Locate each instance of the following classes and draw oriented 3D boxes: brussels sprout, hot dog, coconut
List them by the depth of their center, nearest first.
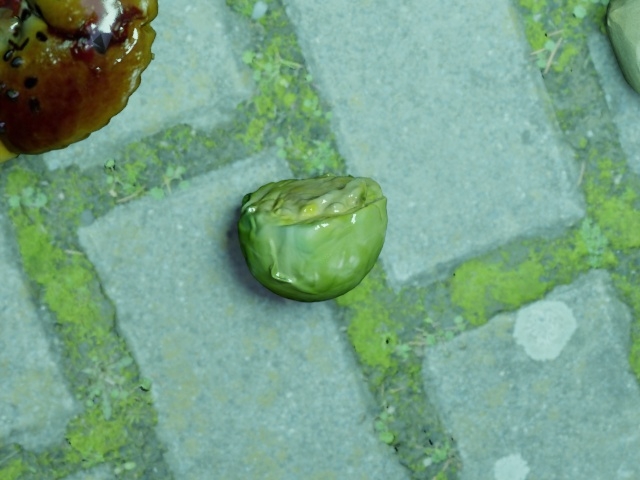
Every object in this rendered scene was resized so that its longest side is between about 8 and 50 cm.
[{"bbox_3d":[-0.331,-0.248,1.633,0.367,0.196,0.365,-7,107,16],"label":"hot dog"},{"bbox_3d":[-0.002,0.004,1.754,0.152,0.149,0.122,-8,116,9],"label":"brussels sprout"},{"bbox_3d":[0.365,-0.214,1.763,0.162,0.161,0.161,3,97,-5],"label":"coconut"}]
